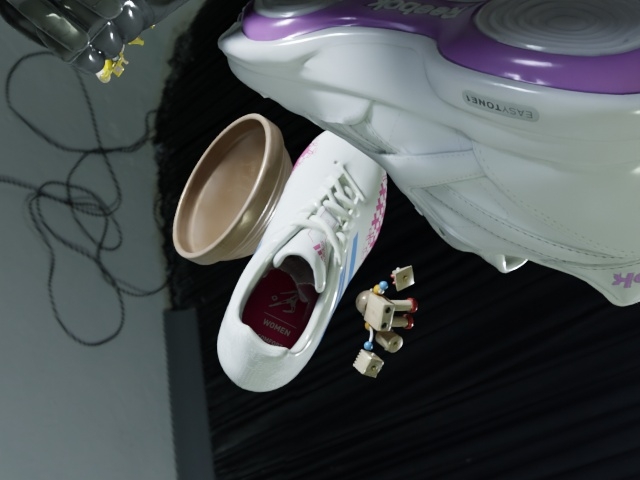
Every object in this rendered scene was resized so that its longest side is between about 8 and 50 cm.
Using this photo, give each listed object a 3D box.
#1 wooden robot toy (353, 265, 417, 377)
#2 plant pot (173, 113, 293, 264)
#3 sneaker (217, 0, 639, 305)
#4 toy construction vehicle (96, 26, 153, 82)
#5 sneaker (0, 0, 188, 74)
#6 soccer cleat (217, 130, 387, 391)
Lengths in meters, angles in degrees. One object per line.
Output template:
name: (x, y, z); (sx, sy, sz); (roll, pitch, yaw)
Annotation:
wooden robot toy: (0.085, 0.105, 1.175); (0.076, 0.173, 0.079); (3, 18, -34)
plant pot: (-0.109, -0.061, 1.210); (0.110, 0.237, 0.237); (28, 42, -31)
sneaker: (0.048, -0.060, 0.422); (0.114, 0.305, 0.152); (-33, 128, -21)
toy construction vehicle: (-0.224, -0.227, 0.924); (0.035, 0.098, 0.086); (23, 13, -40)
sneaker: (-0.104, -0.171, 0.403); (0.104, 0.296, 0.147); (44, 74, -2)
soccer cleat: (0.000, 0.000, 0.827); (0.116, 0.143, 0.331); (25, 64, -2)
